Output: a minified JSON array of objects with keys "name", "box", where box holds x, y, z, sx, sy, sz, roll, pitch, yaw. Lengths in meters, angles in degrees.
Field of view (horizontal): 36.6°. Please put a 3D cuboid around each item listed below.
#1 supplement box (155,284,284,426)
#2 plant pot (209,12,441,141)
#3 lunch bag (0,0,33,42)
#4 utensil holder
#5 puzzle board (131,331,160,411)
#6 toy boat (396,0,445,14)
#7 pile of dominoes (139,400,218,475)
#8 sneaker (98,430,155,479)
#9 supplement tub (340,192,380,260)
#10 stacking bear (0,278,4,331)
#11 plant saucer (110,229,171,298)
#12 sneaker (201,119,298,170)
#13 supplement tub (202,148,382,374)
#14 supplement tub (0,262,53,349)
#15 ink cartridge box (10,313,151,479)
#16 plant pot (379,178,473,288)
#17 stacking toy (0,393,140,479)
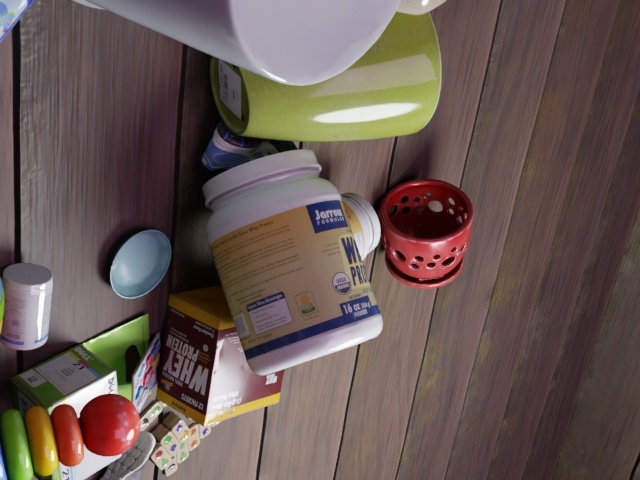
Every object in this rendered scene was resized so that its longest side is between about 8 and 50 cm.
[{"name":"supplement box","box":[-0.165,0.192,1.691,0.191,0.129,0.194,-8,113,-50]},{"name":"plant pot","box":[-0.012,-0.262,1.499,0.293,0.275,0.275,-19,130,-25]},{"name":"lunch bag","box":[-0.419,-0.306,1.056,0.176,0.090,0.219,-53,147,-16]},{"name":"utensil holder","box":[-0.121,-0.383,1.121,0.327,0.385,0.328,-33,137,-36]},{"name":"puzzle board","box":[-0.290,0.227,1.618,0.128,0.011,0.096,-69,168,-61]},{"name":"toy boat","box":[0.056,-0.427,1.387,0.318,0.267,0.148,-12,140,-9]},{"name":"pile of dominoes","box":[-0.225,0.317,1.804,0.251,0.040,0.196,-46,143,-20]},{"name":"sneaker","box":[-0.342,0.402,1.711,0.158,0.061,0.065,-52,159,2]},{"name":"supplement tub","box":[0.000,0.000,1.772,0.199,0.144,0.144,-27,134,-40]},{"name":"stacking bear","box":[-0.478,0.101,1.224,0.175,0.164,0.289,-31,141,-36]},{"name":"plant saucer","box":[-0.289,0.034,1.530,0.119,0.021,0.119,-31,135,-36]},{"name":"sneaker","box":[-0.116,-0.153,1.590,0.081,0.080,0.211,-46,156,27]},{"name":"supplement tub","box":[-0.051,0.034,1.546,0.228,0.228,0.316,-13,82,-48]},{"name":"supplement tub","box":[-0.416,0.094,1.365,0.071,0.071,0.107,-14,125,-47]},{"name":"ink cartridge box","box":[-0.349,0.255,1.547,0.255,0.097,0.189,-27,134,-39]},{"name":"plant pot","box":[0.219,-0.004,2.017,0.191,0.191,0.174,-37,143,-31]},{"name":"stacking toy","box":[-0.413,0.288,1.340,0.330,0.141,0.141,-10,126,-18]}]
